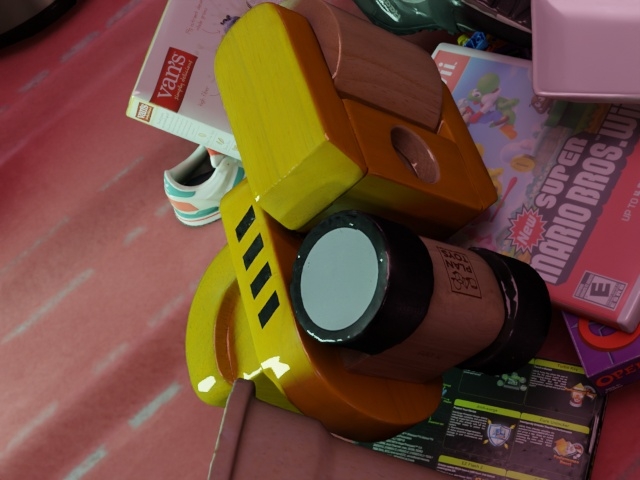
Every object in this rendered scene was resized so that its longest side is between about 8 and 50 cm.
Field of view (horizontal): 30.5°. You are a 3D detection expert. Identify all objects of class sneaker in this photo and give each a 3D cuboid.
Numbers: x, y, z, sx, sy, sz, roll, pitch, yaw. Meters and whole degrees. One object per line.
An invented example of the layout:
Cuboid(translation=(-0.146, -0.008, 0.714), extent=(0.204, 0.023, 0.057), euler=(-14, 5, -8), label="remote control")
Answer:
Cuboid(translation=(0.105, -0.239, 1.090), extent=(0.283, 0.124, 0.107), euler=(36, 57, 23), label="sneaker")
Cuboid(translation=(-0.075, -0.075, 1.114), extent=(0.161, 0.075, 0.057), euler=(-28, 58, -3), label="sneaker")

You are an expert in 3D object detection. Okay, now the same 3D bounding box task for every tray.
Cuboid(translation=(0.304, -0.147, 0.934), extent=(0.270, 0.030, 0.145), euler=(2, 43, 8), label="tray")

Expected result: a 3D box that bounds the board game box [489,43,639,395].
Cuboid(translation=(0.267, -0.063, 0.979), extent=(0.208, 0.056, 0.346), euler=(-28, 52, 18), label="board game box")

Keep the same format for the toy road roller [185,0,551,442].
Cuboid(translation=(0.000, 0.000, 0.924), extent=(0.241, 0.202, 0.329), euler=(-36, 57, 32), label="toy road roller")

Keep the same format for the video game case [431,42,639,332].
Cuboid(translation=(0.173, -0.056, 0.985), extent=(0.285, 0.025, 0.204), euler=(20, 74, 37), label="video game case")

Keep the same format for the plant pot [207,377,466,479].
Cuboid(translation=(0.066, 0.277, 0.744), extent=(0.306, 0.334, 0.333), euler=(10, 62, 1), label="plant pot")

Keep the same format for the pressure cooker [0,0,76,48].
Cuboid(translation=(-0.440, -0.443, 1.215), extent=(0.370, 0.420, 0.375), euler=(30, 72, 26), label="pressure cooker")

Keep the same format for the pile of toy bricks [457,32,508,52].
Cuboid(translation=(0.221, -0.242, 1.121), extent=(0.212, 0.105, 0.118), euler=(-43, 47, 36), label="pile of toy bricks")

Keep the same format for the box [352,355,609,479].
Cuboid(translation=(0.121, 0.174, 0.942), extent=(0.191, 0.045, 0.184), euler=(9, 60, 19), label="box")

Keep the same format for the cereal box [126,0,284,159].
Cuboid(translation=(-0.042, -0.152, 1.103), extent=(0.240, 0.047, 0.173), euler=(21, 65, -10), label="cereal box")
